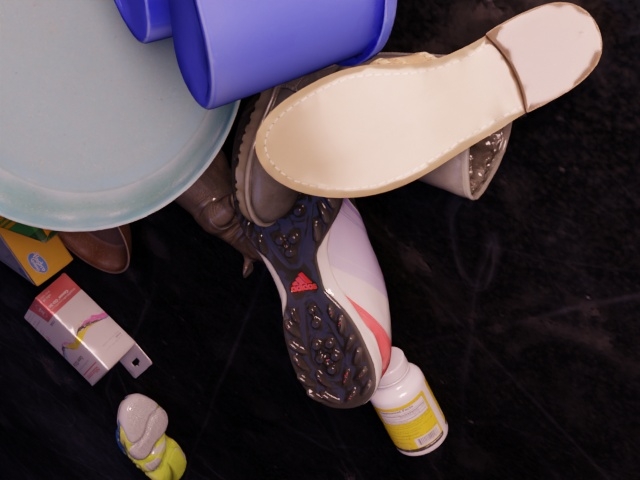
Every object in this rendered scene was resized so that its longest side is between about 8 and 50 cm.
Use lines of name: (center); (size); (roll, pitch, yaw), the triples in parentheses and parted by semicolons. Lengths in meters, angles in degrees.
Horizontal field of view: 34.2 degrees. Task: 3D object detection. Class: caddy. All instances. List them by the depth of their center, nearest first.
caddy: (-0.054, -0.255, 0.671); (0.241, 0.179, 0.341); (46, 156, 42)

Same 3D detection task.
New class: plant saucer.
plant saucer: (-0.215, -0.165, 0.876); (0.318, 0.043, 0.317); (2, 105, 7)
plant saucer: (-0.315, -0.043, 1.368); (0.199, 0.036, 0.198); (30, 147, 21)

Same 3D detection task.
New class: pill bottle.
pill bottle: (0.090, 0.174, 1.133); (0.065, 0.065, 0.116); (7, 133, 46)

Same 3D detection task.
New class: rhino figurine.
rhino figurine: (-0.101, -0.045, 1.081); (0.243, 0.073, 0.106); (49, 145, -12)

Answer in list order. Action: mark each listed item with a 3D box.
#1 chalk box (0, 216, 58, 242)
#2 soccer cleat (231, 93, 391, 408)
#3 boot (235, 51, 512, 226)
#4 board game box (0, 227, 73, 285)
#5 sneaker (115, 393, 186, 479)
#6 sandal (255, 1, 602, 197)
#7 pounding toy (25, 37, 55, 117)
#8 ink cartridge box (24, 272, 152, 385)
chalk box: (-0.362, -0.141, 1.162); (0.289, 0.179, 0.180); (12, 137, 41)
soccer cleat: (0.000, 0.000, 0.999); (0.109, 0.116, 0.318); (-8, 108, 24)
boot: (0.040, -0.071, 0.831); (0.209, 0.076, 0.189); (22, 109, 27)
board game box: (-0.487, -0.103, 1.422); (0.242, 0.064, 0.316); (22, 145, 51)
sneaker: (-0.319, 0.330, 1.779); (0.126, 0.091, 0.240); (22, 144, 33)
sandal: (0.076, -0.093, 0.729); (0.079, 0.240, 0.088); (-37, -75, -82)
pounding toy: (-0.218, -0.152, 0.987); (0.130, 0.141, 0.100); (5, 112, 51)
ink cartridge box: (-0.367, 0.156, 1.643); (0.198, 0.067, 0.115); (45, 149, -3)
